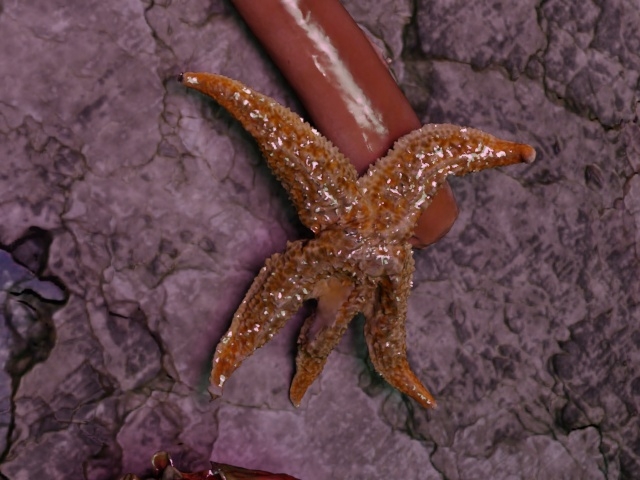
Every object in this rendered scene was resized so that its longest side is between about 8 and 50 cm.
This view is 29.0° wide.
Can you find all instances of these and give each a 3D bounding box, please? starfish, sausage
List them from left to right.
[{"bbox_3d":[-0.004,-0.164,1.080,0.419,0.094,0.094,56,32,-16],"label":"sausage"},{"bbox_3d":[0.001,0.027,1.060,0.301,0.084,0.294,11,109,-8],"label":"starfish"}]

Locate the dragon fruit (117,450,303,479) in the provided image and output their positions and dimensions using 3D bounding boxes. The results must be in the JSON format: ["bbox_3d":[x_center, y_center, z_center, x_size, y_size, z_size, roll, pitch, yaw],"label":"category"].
[{"bbox_3d":[-0.068,0.302,1.006,0.299,0.244,0.244,42,78,-29],"label":"dragon fruit"}]
